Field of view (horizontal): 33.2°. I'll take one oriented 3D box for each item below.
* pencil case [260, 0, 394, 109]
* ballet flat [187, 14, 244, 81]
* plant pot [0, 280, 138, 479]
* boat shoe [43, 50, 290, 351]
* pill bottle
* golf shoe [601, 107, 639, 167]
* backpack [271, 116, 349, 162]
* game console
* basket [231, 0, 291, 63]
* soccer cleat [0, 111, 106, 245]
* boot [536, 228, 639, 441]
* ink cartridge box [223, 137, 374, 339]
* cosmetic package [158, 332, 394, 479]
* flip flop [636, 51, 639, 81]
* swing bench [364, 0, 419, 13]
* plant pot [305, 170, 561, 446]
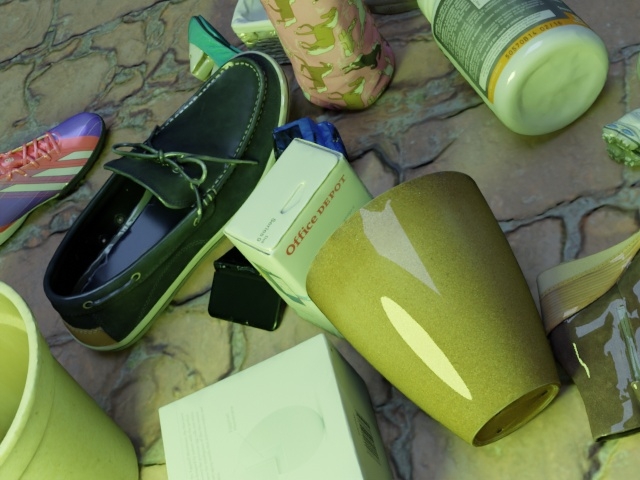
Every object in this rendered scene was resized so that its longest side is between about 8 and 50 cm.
[{"bbox_3d":[-0.013,-0.336,1.473,0.160,0.386,0.167,12,66,26],"label":"pencil case"},{"bbox_3d":[-0.163,-0.283,1.717,0.087,0.083,0.247,-49,48,2],"label":"ballet flat"},{"bbox_3d":[-0.392,0.259,1.309,0.334,0.305,0.333,-15,53,20],"label":"plant pot"},{"bbox_3d":[-0.213,-0.074,1.523,0.187,0.156,0.500,28,78,32],"label":"boat shoe"},{"bbox_3d":[0.245,-0.278,1.431,0.162,0.162,0.278,-33,49,4],"label":"pill bottle"},{"bbox_3d":[0.423,-0.112,1.282,0.086,0.069,0.176,-40,49,-10],"label":"golf shoe"},{"bbox_3d":[-0.011,-0.102,1.492,0.101,0.098,0.120,-20,50,11],"label":"backpack"},{"bbox_3d":[-0.085,0.059,1.477,0.122,0.071,0.107,11,34,33],"label":"game console"},{"bbox_3d":[-0.053,-0.370,1.698,0.113,0.103,0.167,-1,57,28],"label":"basket"},{"bbox_3d":[-0.488,-0.107,1.746,0.318,0.116,0.108,-42,48,-3],"label":"soccer cleat"},{"bbox_3d":[0.376,0.092,1.172,0.248,0.090,0.206,-22,64,8],"label":"boot"},{"bbox_3d":[0.000,0.000,1.336,0.093,0.212,0.154,24,72,39],"label":"ink cartridge box"},{"bbox_3d":[-0.045,0.266,1.223,0.225,0.138,0.224,-24,50,10],"label":"cosmetic package"},{"bbox_3d":[0.478,-0.290,1.298,0.277,0.080,0.112,-48,49,41],"label":"flip flop"},{"bbox_3d":[0.119,-0.505,1.600,0.165,0.253,0.254,29,76,40],"label":"swing bench"},{"bbox_3d":[0.148,0.093,1.206,0.237,0.237,0.254,-36,64,2],"label":"plant pot"}]
